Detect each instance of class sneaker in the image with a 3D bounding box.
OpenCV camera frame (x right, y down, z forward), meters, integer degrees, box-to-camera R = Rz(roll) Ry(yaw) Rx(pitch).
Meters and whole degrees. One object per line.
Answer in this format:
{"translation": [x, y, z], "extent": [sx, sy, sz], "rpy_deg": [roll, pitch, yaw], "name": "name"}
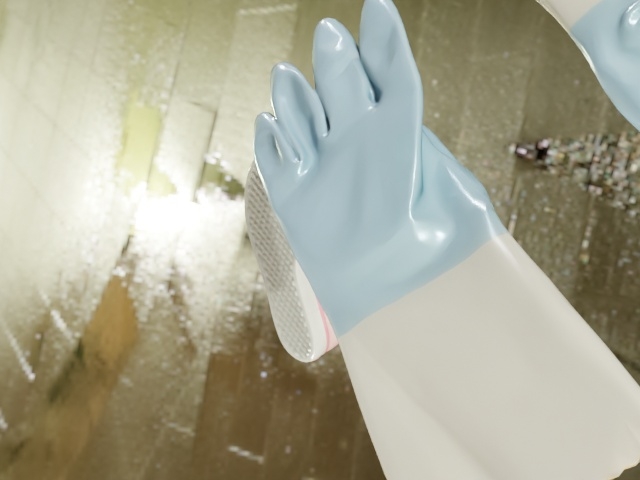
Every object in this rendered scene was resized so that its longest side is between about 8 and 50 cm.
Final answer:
{"translation": [0.000, 0.000, 0.712], "extent": [0.051, 0.070, 0.134], "rpy_deg": [18, 126, 48], "name": "sneaker"}

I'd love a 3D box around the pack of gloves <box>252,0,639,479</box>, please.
{"translation": [0.081, -0.031, 0.396], "extent": [0.195, 0.046, 0.232], "rpy_deg": [-36, 49, 14], "name": "pack of gloves"}
